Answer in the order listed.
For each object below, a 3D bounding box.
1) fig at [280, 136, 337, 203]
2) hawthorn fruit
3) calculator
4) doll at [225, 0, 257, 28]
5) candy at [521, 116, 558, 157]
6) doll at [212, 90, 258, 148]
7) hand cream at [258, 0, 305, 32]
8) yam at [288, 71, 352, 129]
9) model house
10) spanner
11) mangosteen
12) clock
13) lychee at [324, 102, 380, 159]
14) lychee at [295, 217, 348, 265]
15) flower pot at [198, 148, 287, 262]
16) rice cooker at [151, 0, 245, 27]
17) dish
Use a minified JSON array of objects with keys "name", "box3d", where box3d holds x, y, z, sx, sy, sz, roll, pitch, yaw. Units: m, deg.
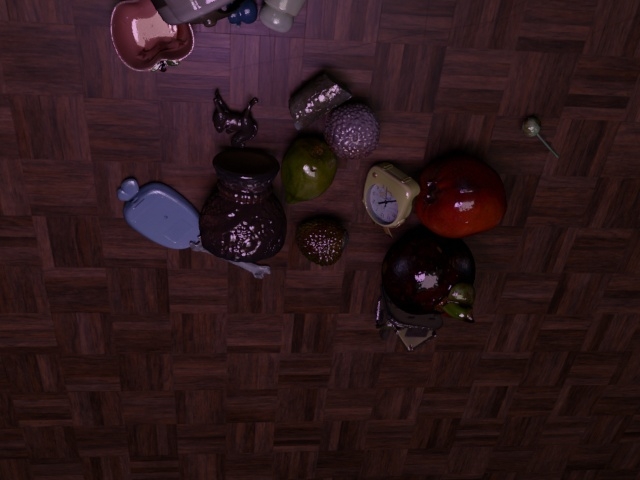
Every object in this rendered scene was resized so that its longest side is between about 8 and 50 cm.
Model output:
[{"name":"fig","box3d":[-0.036,-0.191,1.904,0.167,0.167,0.233,1,118,-7]},{"name":"hawthorn fruit","box3d":[0.444,-0.130,1.965,0.308,0.265,0.265,0,128,-31]},{"name":"calculator","box3d":[-0.499,-0.080,2.006,0.188,0.042,0.303,-38,124,20]},{"name":"doll","box3d":[-0.204,-0.589,1.675,0.083,0.050,0.076,-12,130,0]},{"name":"candy","box3d":[0.686,-0.311,1.988,0.061,0.061,0.203,-41,128,21]},{"name":"doll","box3d":[-0.246,-0.339,1.846,0.139,0.057,0.165,5,130,-14]},{"name":"hand cream","box3d":[-0.058,-0.676,1.616,0.147,0.093,0.305,20,111,-19]},{"name":"yam","box3d":[-0.012,-0.394,1.807,0.183,0.107,0.107,-34,122,17]},{"name":"model house","box3d":[0.285,0.314,2.287,0.205,0.218,0.278,7,129,-11]},{"name":"spanner","box3d":[-0.295,0.059,2.127,0.302,0.017,0.071,28,119,-31]},{"name":"mangosteen","box3d":[0.358,0.133,2.073,0.306,0.359,0.306,-15,155,-7]},{"name":"clock","box3d":[0.208,-0.115,2.004,0.069,0.170,0.231,-26,143,-38]},{"name":"lychee","box3d":[0.098,-0.312,1.842,0.198,0.165,0.165,-16,135,-39]},{"name":"lychee","box3d":[0.000,0.000,2.060,0.171,0.171,0.171,-3,126,-5]},{"name":"flower pot","box3d":[-0.225,-0.112,1.889,0.267,0.266,0.267,1,120,-8]},{"name":"rice cooker","box3d":[-0.280,-0.663,1.447,0.335,0.335,0.325,-26,120,12]},{"name":"dish","box3d":[-0.429,-0.540,1.657,0.214,0.090,0.213,-3,123,-4]}]
